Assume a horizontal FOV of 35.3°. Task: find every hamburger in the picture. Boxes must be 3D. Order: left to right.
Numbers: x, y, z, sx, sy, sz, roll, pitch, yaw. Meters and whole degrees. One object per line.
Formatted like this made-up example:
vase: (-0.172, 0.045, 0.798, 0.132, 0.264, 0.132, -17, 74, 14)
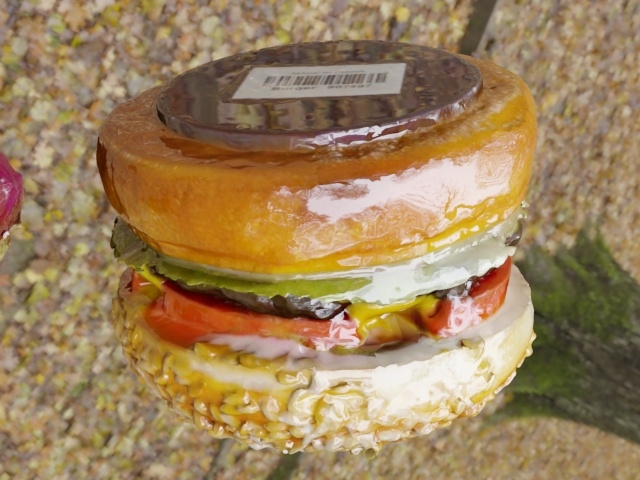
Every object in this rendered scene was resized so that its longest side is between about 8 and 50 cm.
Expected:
hamburger: (0.000, 0.000, 0.752, 0.330, 0.330, 0.250, -31, 126, -43)

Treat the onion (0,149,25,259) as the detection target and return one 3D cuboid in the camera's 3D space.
onion: (-0.611, -0.059, 1.250, 0.398, 0.420, 0.398, -40, -166, 12)
